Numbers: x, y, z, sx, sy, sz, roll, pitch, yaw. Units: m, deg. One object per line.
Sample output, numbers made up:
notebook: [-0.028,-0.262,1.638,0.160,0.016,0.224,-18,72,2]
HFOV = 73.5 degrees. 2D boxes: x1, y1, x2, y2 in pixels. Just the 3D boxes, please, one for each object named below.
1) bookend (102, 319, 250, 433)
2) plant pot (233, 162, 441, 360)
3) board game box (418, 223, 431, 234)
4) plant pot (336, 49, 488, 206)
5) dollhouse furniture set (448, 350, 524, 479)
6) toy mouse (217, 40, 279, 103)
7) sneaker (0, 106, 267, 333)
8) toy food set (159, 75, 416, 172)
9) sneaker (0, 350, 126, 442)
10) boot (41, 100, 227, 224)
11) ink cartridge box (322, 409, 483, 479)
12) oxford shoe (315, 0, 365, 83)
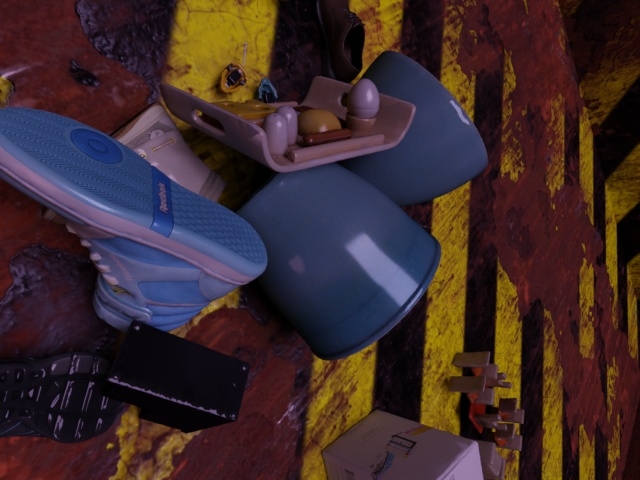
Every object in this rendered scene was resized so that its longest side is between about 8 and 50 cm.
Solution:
bookend: [-0.200,0.183,0.547,0.156,0.157,0.072,29,49,-24]
plant pot: [0.000,0.000,0.675,0.255,0.272,0.271,46,58,-13]
board game box: [0.159,0.011,0.955,0.260,0.030,0.136,15,79,-40]
plant pot: [0.138,-0.174,0.819,0.195,0.290,0.290,-43,120,5]
dollhouse furniture set: [0.399,0.453,1.093,0.262,0.135,0.259,54,44,-25]
toy mouse: [-0.118,-0.224,0.724,0.143,0.031,0.161,41,61,-31]
sneaker: [-0.240,0.013,0.489,0.319,0.208,0.127,34,26,-35]
toy food set: [-0.036,-0.194,0.612,0.306,0.220,0.092,-21,131,-42]
sneaker: [-0.336,0.164,0.466,0.267,0.106,0.101,35,57,-57]
boot: [-0.236,-0.063,0.580,0.165,0.077,0.213,51,55,-29]
ink cartridge box: [0.154,0.448,0.778,0.168,0.233,0.171,-17,99,-41]
oxford shoe: [0.050,-0.428,0.848,0.083,0.096,0.227,-12,93,-40]
